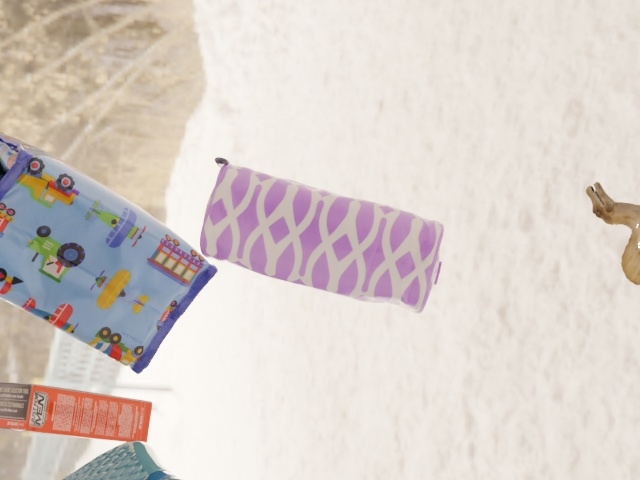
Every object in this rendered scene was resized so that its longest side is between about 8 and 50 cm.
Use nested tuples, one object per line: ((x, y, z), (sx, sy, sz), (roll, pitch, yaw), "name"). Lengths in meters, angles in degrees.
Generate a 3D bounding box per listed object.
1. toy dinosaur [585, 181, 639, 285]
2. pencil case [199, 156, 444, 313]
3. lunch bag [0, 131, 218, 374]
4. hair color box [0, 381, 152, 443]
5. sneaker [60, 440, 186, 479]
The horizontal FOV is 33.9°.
((0.271, 0.004, 0.803), (0.092, 0.053, 0.183), (-49, 34, 22), "toy dinosaur")
((0.000, 0.000, 0.867), (0.088, 0.206, 0.086), (85, -158, -77), "pencil case")
((-0.262, -0.024, 1.092), (0.138, 0.221, 0.293), (-53, 28, 5), "lunch bag")
((-0.232, 0.160, 0.972), (0.072, 0.141, 0.043), (-4, 74, 40), "hair color box")
((-0.074, 0.239, 0.583), (0.208, 0.127, 0.319), (61, 171, -9), "sneaker")
